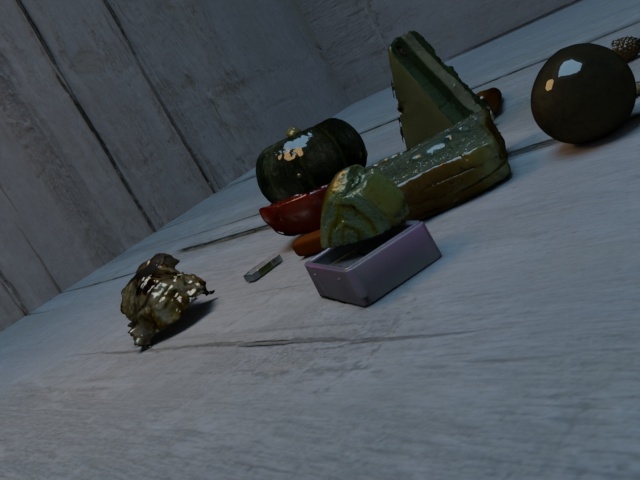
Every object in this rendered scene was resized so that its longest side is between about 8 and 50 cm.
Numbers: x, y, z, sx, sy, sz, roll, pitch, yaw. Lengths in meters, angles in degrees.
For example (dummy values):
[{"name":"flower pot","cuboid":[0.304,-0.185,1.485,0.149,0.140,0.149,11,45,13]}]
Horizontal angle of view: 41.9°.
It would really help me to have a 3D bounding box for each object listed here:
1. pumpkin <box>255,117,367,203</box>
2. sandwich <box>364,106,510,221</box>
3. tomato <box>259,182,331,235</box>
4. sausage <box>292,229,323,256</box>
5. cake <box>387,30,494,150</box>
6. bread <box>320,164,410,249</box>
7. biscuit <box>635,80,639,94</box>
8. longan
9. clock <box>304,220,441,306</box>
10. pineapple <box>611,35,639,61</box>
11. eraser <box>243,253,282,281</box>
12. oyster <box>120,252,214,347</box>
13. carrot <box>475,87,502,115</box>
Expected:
[{"name":"pumpkin","cuboid":[-0.026,-0.208,2.189,0.300,0.207,0.300,-22,5,2]},{"name":"sandwich","cuboid":[0.198,-0.121,1.551,0.301,0.099,0.271,-25,12,16]},{"name":"tomato","cuboid":[-0.010,-0.067,1.833,0.228,0.101,0.228,-21,7,3]},{"name":"sausage","cuboid":[0.000,0.000,1.646,0.131,0.041,0.039,-18,11,43]},{"name":"cake","cuboid":[0.274,-0.334,1.882,0.172,0.283,0.158,0,27,34]},{"name":"bread","cuboid":[0.049,-0.056,1.297,0.156,0.110,0.103,-19,21,41]},{"name":"biscuit","cuboid":[0.537,-0.261,1.534,0.120,0.015,0.120,-29,11,6]},{"name":"longan","cuboid":[0.428,-0.239,1.375,0.167,0.167,0.187,-31,-10,-7]},{"name":"clock","cuboid":[0.074,0.030,1.286,0.150,0.063,0.197,-32,12,-16]},{"name":"pineapple","cuboid":[0.687,-0.422,1.780,0.124,0.058,0.058,-18,16,28]},{"name":"eraser","cuboid":[-0.120,0.058,1.743,0.083,0.019,0.038,-37,16,-33]},{"name":"oyster","cuboid":[-0.329,0.104,1.786,0.198,0.133,0.337,-22,16,-1]},{"name":"carrot","cuboid":[0.431,-0.355,2.114,0.069,0.069,0.336,-24,6,23]}]
